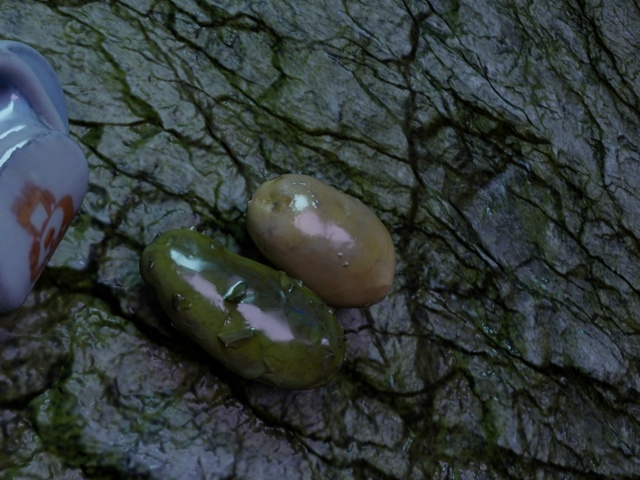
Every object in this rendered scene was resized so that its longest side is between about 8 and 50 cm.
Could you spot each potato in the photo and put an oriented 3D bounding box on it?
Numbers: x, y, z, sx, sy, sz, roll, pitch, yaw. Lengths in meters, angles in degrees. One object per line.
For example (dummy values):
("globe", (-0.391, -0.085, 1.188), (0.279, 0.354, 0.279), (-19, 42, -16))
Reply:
("potato", (-0.071, 0.067, 0.770), (0.226, 0.090, 0.117), (32, 36, -18))
("potato", (0.000, 0.000, 0.851), (0.178, 0.109, 0.118), (35, 70, -21))

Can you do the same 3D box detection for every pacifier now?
("pacifier", (-0.301, -0.042, 0.609), (0.207, 0.227, 0.278), (10, 51, 11))
